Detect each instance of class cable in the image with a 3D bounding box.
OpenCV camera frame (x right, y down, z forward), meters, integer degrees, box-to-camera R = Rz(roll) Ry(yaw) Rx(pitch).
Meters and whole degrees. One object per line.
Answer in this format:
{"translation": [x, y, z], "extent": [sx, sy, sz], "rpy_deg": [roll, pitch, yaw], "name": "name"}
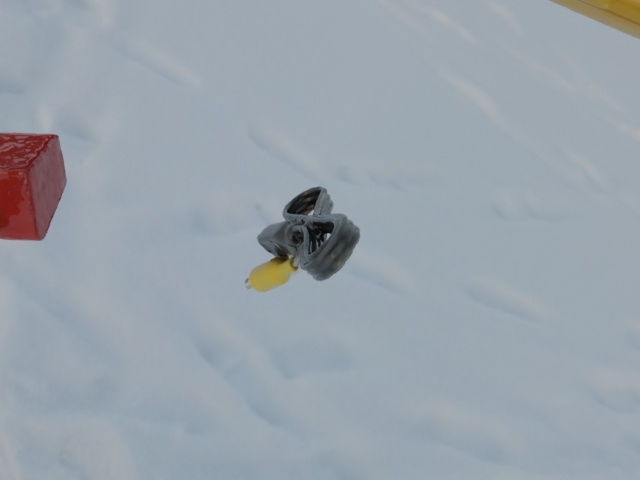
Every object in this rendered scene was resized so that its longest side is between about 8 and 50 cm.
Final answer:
{"translation": [0.000, 0.000, 0.875], "extent": [0.072, 0.287, 0.139], "rpy_deg": [47, 73, -16], "name": "cable"}

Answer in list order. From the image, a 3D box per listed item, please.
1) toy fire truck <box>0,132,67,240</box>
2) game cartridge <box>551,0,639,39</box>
{"translation": [-0.145, -0.025, 0.264], "extent": [0.047, 0.135, 0.192], "rpy_deg": [3, 34, 3], "name": "toy fire truck"}
{"translation": [0.267, -0.268, 0.535], "extent": [0.324, 0.285, 0.052], "rpy_deg": [23, 2, 0], "name": "game cartridge"}
